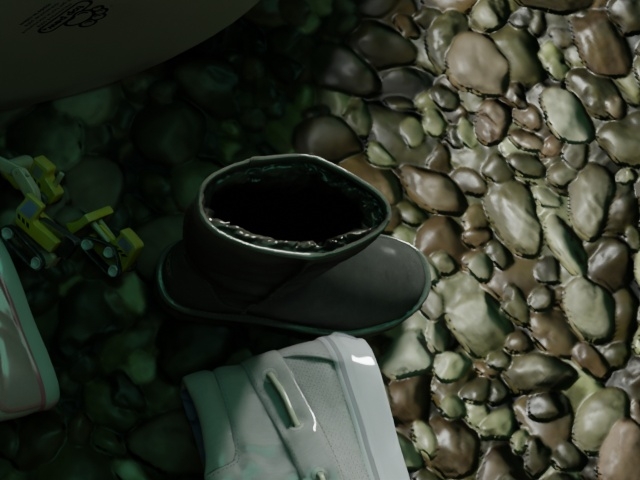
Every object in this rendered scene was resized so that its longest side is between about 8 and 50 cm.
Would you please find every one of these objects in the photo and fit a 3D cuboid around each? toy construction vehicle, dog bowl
[{"bbox_3d":[-0.153,-0.019,1.103,0.098,0.035,0.086,46,23,11],"label":"toy construction vehicle"},{"bbox_3d":[-0.153,-0.170,1.054,0.265,0.265,0.104,-15,78,-21],"label":"dog bowl"}]

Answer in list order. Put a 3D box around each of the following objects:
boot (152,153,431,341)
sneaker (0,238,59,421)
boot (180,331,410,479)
[{"bbox_3d":[0.001,0.002,1.066,0.190,0.208,0.076,-4,72,-18],"label":"boot"},{"bbox_3d":[-0.205,0.044,1.075,0.070,0.051,0.134,-20,81,-28],"label":"sneaker"},{"bbox_3d":[-0.003,0.184,1.073,0.123,0.095,0.258,-12,66,-13],"label":"boot"}]
